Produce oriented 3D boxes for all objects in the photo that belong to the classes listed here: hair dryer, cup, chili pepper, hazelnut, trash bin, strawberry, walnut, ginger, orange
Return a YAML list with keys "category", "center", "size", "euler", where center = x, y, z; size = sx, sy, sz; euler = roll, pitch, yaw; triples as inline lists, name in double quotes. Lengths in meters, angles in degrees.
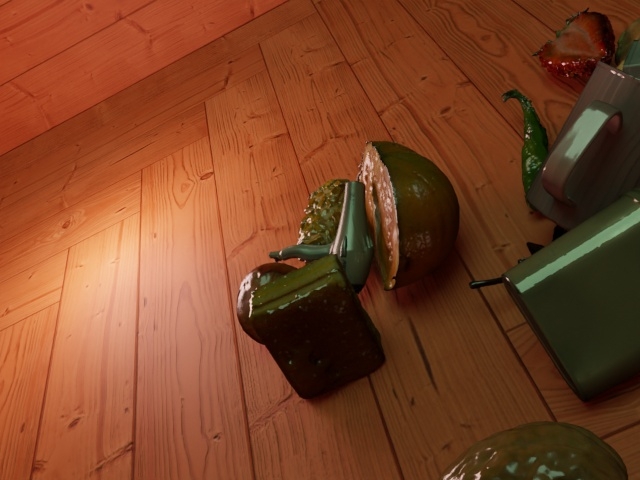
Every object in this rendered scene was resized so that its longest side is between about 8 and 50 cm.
- category: "hair dryer"
  center: [0.022, -0.024, 1.421]
  size: [0.225, 0.088, 0.218]
  euler: [22, 91, 28]
- category: "cup"
  center: [0.487, -0.135, 1.137]
  size: [0.208, 0.273, 0.288]
  euler: [29, 22, 9]
- category: "chili pepper"
  center: [0.445, -0.188, 1.457]
  size: [0.085, 0.076, 0.359]
  euler: [-3, 46, 4]
- category: "hazelnut"
  center: [-0.087, 0.120, 1.396]
  size: [0.182, 0.182, 0.182]
  euler: [-19, 39, 16]
- category: "trash bin"
  center: [0.437, 0.084, 1.041]
  size: [0.248, 0.243, 0.121]
  euler: [-33, -3, 4]
- category: "strawberry"
  center: [0.612, -0.438, 1.576]
  size: [0.174, 0.098, 0.228]
  euler: [-51, 25, 1]
- category: "walnut"
  center: [0.261, 0.346, 0.856]
  size: [0.257, 0.257, 0.224]
  euler: [-24, 70, 10]
- category: "ginger"
  center: [0.696, -0.381, 1.448]
  size: [0.152, 0.138, 0.267]
  euler: [17, 37, 2]
- category: "orange"
  center: [0.148, -0.052, 1.363]
  size: [0.275, 0.274, 0.310]
  euler: [-8, 21, 28]

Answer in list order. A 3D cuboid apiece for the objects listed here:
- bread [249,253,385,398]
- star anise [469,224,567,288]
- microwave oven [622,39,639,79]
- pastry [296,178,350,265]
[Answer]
- category: "bread"
  center: [-0.004, 0.162, 1.236]
  size: [0.184, 0.234, 0.110]
  euler: [-25, 34, 6]
- category: "star anise"
  center: [0.399, 0.044, 1.213]
  size: [0.234, 0.073, 0.177]
  euler: [16, 55, 24]
- category: "microwave oven"
  center: [0.653, -0.262, 1.277]
  size: [0.162, 0.208, 0.122]
  euler: [1, 38, 35]
- category: "pastry"
  center: [0.027, -0.035, 1.545]
  size: [0.154, 0.102, 0.249]
  euler: [-13, 38, 20]
